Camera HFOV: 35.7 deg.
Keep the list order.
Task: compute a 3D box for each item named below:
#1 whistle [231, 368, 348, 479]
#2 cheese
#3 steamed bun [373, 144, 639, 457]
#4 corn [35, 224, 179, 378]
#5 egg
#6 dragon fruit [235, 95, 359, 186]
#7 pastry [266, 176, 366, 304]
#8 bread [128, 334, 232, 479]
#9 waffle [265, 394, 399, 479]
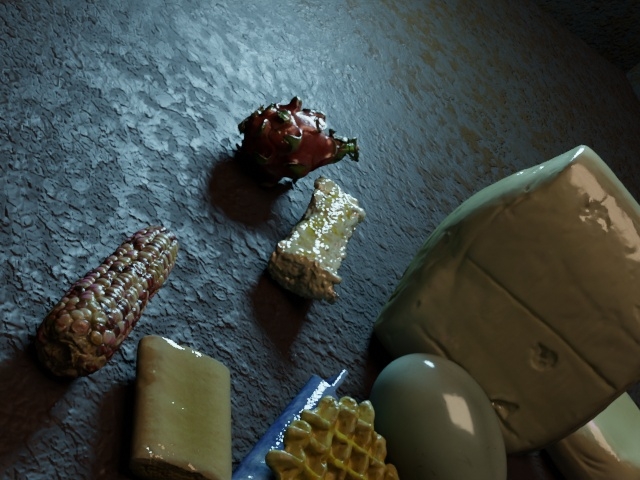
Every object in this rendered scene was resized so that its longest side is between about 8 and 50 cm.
[{"bbox_3d":[-0.037,0.256,1.304,0.062,0.062,0.304,50,31,-2],"label":"whistle"},{"bbox_3d":[0.520,0.364,1.853,0.266,0.127,0.233,-13,68,-58],"label":"cheese"},{"bbox_3d":[0.333,0.092,1.581,0.371,0.456,0.290,51,22,3],"label":"steamed bun"},{"bbox_3d":[-0.249,0.068,1.203,0.092,0.092,0.280,47,29,-8],"label":"corn"},{"bbox_3d":[0.170,0.288,1.422,0.183,0.183,0.264,-14,76,-57],"label":"egg"},{"bbox_3d":[-0.035,-0.156,1.660,0.235,0.137,0.135,11,64,-45],"label":"dragon fruit"},{"bbox_3d":[-0.005,-0.003,1.585,0.121,0.089,0.258,40,32,-13],"label":"pastry"},{"bbox_3d":[-0.166,0.211,1.182,0.139,0.060,0.178,32,36,-31],"label":"bread"},{"bbox_3d":[0.029,0.323,1.257,0.261,0.056,0.250,-10,80,-55],"label":"waffle"}]
